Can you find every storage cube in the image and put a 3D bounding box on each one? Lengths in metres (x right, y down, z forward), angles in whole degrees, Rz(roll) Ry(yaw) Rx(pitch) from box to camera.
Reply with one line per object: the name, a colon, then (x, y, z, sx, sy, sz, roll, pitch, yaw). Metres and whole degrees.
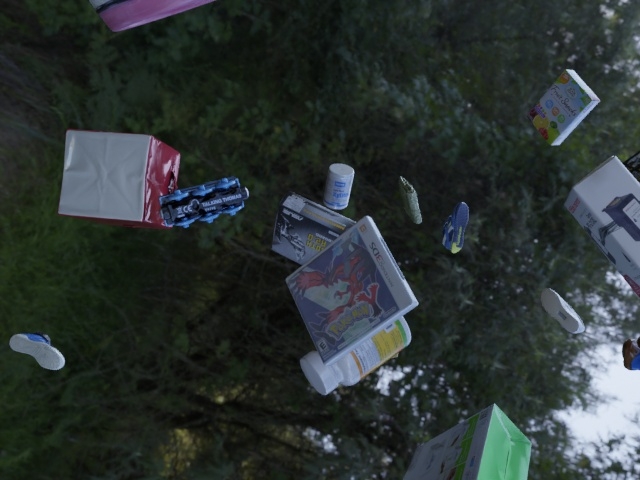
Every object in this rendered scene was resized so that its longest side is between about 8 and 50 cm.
storage cube: (-0.428, -0.126, 1.497, 0.193, 0.215, 0.183, 35, 61, -84)

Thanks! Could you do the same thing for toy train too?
toy train: (-0.240, -0.079, 1.427, 0.105, 0.184, 0.080, -154, -130, -69)

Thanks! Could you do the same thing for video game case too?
video game case: (0.047, 0.087, 1.204, 0.201, 0.023, 0.183, -39, -120, 23)

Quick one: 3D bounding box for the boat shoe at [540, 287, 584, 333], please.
boat shoe: (0.798, 0.231, 2.298, 0.066, 0.063, 0.184, -56, -133, 18)

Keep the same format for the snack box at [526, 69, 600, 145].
snack box: (0.545, -0.299, 1.578, 0.100, 0.037, 0.141, 60, -43, 25)

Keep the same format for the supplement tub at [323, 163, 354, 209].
supplement tub: (0.048, -0.144, 1.872, 0.071, 0.071, 0.107, -85, -176, -57)

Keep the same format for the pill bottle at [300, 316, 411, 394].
pill bottle: (0.079, 0.253, 1.639, 0.246, 0.136, 0.136, -31, 174, -22)

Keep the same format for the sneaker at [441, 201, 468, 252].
sneaker: (0.365, -0.040, 1.923, 0.059, 0.053, 0.144, 33, -60, 48)

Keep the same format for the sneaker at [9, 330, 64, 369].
sneaker: (-0.682, 0.270, 1.732, 0.084, 0.152, 0.058, -2, 110, -76)

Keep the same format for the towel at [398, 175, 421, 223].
towel: (0.248, -0.112, 1.959, 0.148, 0.027, 0.110, -110, -177, -67)

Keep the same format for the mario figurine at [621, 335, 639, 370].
mario figurine: (0.911, 0.269, 1.681, 0.321, 0.170, 0.198, 6, -137, 47)

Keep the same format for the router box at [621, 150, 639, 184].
router box: (0.671, -0.109, 1.506, 0.179, 0.046, 0.133, -35, -145, -1)

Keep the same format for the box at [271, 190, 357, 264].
box: (0.000, 0.000, 1.705, 0.056, 0.231, 0.183, -57, 169, -38)

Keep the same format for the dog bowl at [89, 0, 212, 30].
dog bowl: (-0.263, -0.520, 1.324, 0.408, 0.408, 0.150, -101, 173, -71)

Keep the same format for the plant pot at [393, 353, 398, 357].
plant pot: (0.167, 0.273, 1.936, 0.081, 0.081, 0.083, 36, -56, 51)

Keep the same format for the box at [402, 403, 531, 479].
box: (0.277, 0.485, 1.387, 0.231, 0.127, 0.262, -41, -177, 29)

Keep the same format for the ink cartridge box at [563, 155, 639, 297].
ink cartridge box: (0.569, -0.021, 1.293, 0.100, 0.237, 0.172, -36, 165, 6)
